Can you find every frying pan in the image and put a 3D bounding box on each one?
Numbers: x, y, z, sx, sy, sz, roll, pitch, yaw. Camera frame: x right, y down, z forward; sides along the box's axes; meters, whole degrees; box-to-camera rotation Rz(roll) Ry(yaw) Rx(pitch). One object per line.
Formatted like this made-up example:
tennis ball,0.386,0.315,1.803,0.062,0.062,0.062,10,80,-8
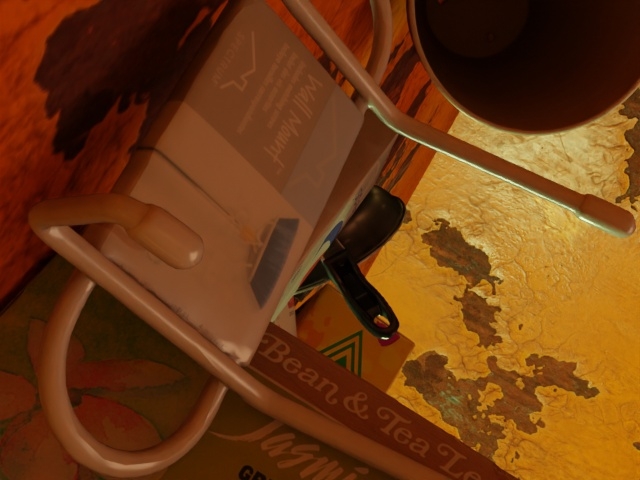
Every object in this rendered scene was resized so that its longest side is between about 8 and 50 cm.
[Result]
frying pan,-0.013,0.023,1.031,0.197,0.053,0.326,-21,-159,16

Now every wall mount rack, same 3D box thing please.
wall mount rack,0.023,-0.008,0.560,0.130,0.304,0.350,-2,-126,46

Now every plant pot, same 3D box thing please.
plant pot,0.195,-0.253,1.114,0.257,0.256,0.274,-59,-169,7

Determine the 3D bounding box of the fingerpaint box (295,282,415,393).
fingerpaint box,-0.070,0.288,1.592,0.371,0.163,0.445,-56,-178,-16

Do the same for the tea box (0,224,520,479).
tea box,-0.097,0.224,0.595,0.324,0.329,0.220,-55,173,-37

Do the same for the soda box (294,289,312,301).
soda box,-0.008,-0.005,1.381,0.169,0.060,0.053,-62,174,26

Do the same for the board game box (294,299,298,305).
board game box,0.000,0.000,1.604,0.136,0.030,0.260,-50,170,-39

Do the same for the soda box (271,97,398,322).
soda box,-0.038,-0.019,0.937,0.286,0.098,0.091,-54,172,-40

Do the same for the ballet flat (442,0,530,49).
ballet flat,0.246,-0.274,1.356,0.342,0.116,0.124,31,-70,63

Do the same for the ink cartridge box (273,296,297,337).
ink cartridge box,-0.063,0.140,1.165,0.115,0.067,0.198,-21,106,-80
